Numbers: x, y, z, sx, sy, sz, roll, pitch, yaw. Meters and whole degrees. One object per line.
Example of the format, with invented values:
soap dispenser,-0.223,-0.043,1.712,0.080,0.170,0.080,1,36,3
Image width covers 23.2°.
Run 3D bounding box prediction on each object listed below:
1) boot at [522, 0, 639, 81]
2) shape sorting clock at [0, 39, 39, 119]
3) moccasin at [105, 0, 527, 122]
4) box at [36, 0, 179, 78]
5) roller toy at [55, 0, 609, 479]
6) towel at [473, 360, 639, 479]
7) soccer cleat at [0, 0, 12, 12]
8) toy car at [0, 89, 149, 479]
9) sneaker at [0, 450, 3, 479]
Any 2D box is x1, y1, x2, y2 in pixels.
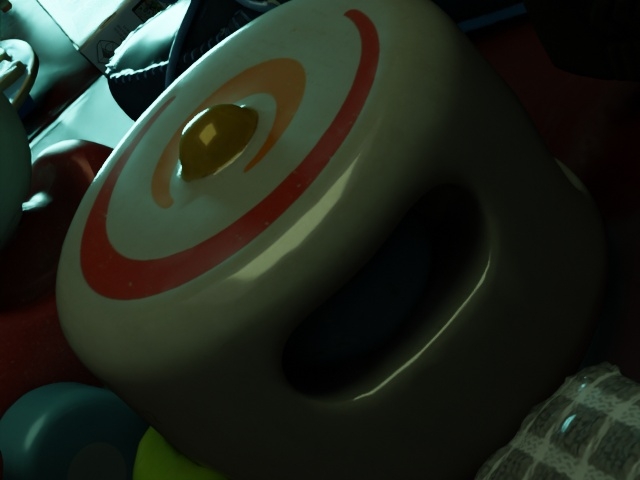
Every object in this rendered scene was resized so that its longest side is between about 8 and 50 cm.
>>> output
boot,0.185,-0.143,0.644,0.197,0.077,0.137,-14,35,22
shape sorting clock,-0.297,-0.082,1.157,0.206,0.040,0.206,-22,35,17
moccasin,0.001,-0.160,0.835,0.342,0.117,0.138,-21,37,35
box,-0.148,-0.192,1.143,0.114,0.036,0.207,-44,29,0
roller toy,0.000,0.000,0.605,0.191,0.146,0.209,-21,37,35
towel,0.085,0.165,0.318,0.235,0.121,0.283,-51,30,-9
soccer cleat,-0.332,-0.230,1.381,0.068,0.076,0.196,-50,30,-10
toy car,-0.187,0.003,0.742,0.219,0.238,0.210,3,54,53
sneaker,-0.177,0.193,0.566,0.136,0.116,0.314,-46,31,33
